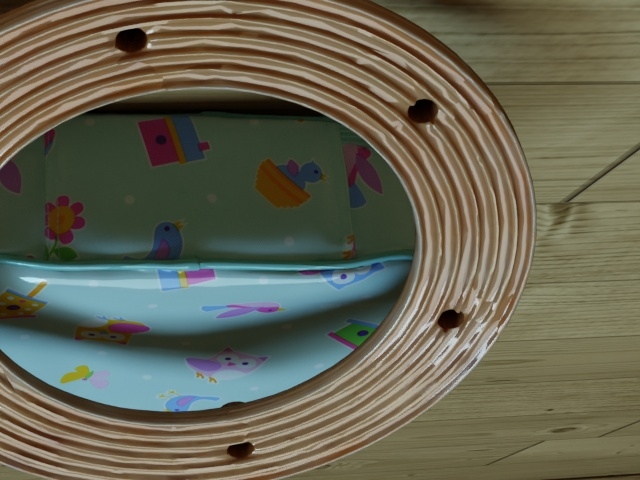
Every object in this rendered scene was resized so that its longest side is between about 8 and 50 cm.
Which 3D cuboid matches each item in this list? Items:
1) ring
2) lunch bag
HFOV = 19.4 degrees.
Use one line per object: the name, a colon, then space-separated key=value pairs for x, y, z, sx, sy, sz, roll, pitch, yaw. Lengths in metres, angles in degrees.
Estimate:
ring: x=-0.063 y=0.005 z=0.906 sx=0.337 sy=0.032 sz=0.336 roll=-5 pitch=134 yaw=-5
lunch bag: x=-0.084 y=0.024 z=1.052 sx=0.279 sy=0.107 sz=0.224 roll=0 pitch=151 yaw=-9
